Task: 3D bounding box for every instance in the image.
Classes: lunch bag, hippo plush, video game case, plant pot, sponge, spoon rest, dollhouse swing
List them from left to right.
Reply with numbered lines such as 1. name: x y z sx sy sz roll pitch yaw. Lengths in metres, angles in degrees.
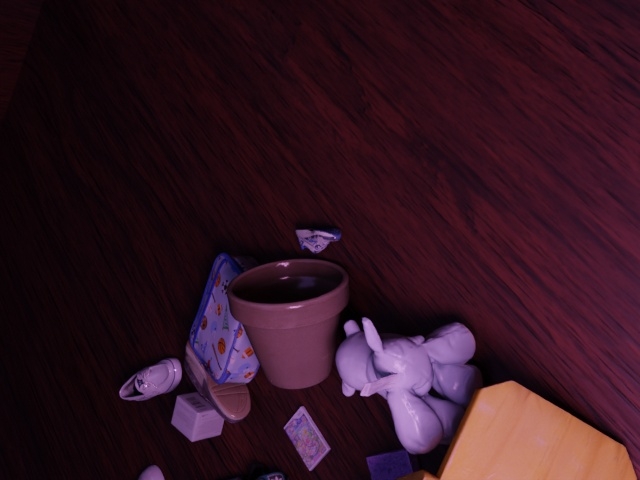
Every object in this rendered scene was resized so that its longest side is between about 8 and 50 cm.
1. spoon rest: -0.479 0.794 1.981 0.137 0.084 0.276 -44 48 33
2. lunch bag: -0.224 0.195 1.692 0.243 0.115 0.303 43 117 45
3. plant pot: -0.057 0.188 1.482 0.263 0.263 0.229 11 117 43
4. video game case: -0.033 0.463 1.591 0.122 0.011 0.087 53 123 30
5. hippo plush: 0.131 0.266 1.275 0.236 0.294 0.234 -11 76 56
6. sponge: 0.170 0.537 1.387 0.117 0.031 0.210 -28 72 39
7. dollhouse swing: 0.289 0.450 1.138 0.347 0.305 0.315 30 149 -2

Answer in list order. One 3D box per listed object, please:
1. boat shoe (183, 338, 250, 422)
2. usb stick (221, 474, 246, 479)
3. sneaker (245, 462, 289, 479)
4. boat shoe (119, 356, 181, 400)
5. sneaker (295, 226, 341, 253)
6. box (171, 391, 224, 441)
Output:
1. boat shoe: -0.274 0.372 1.763 0.285 0.103 0.092 45 125 37
2. usb stick: -0.280 0.681 1.802 0.278 0.045 0.077 -29 71 40
3. sneaker: -0.106 0.605 1.568 0.302 0.108 0.121 3 83 58
4. boat shoe: -0.496 0.414 1.976 0.258 0.084 0.095 -39 65 37
5. sneaker: 0.000 0.000 1.540 0.135 0.052 0.058 3 102 51
6. box: -0.321 0.464 1.801 0.101 0.102 0.087 25 105 40
